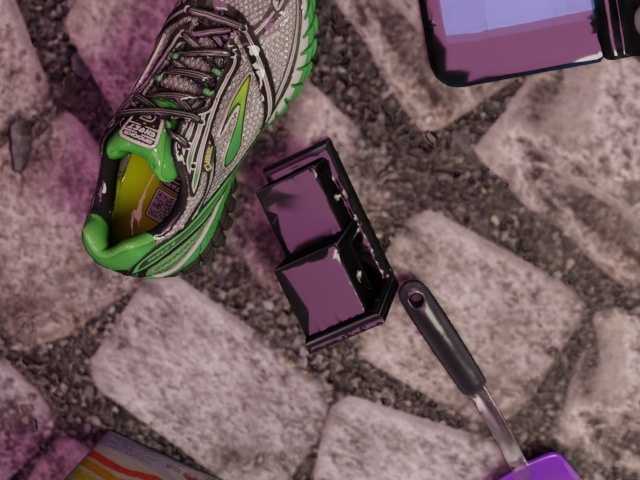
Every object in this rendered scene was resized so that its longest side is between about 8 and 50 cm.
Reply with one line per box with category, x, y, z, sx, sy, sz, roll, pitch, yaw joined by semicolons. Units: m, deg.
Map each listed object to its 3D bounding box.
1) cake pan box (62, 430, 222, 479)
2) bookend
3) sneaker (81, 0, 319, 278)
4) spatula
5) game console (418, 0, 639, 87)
cake pan box;-0.118;0.286;1.118;0.267;0.246;0.070;24;103;4
bookend;0.000;0.000;1.097;0.072;0.156;0.157;-24;95;12
sneaker;-0.107;-0.117;1.088;0.134;0.146;0.343;23;102;15
spatula;0.158;0.163;1.167;0.084;0.030;0.296;-32;95;12
game console;0.195;-0.285;1.019;0.173;0.250;0.293;-14;99;-17
